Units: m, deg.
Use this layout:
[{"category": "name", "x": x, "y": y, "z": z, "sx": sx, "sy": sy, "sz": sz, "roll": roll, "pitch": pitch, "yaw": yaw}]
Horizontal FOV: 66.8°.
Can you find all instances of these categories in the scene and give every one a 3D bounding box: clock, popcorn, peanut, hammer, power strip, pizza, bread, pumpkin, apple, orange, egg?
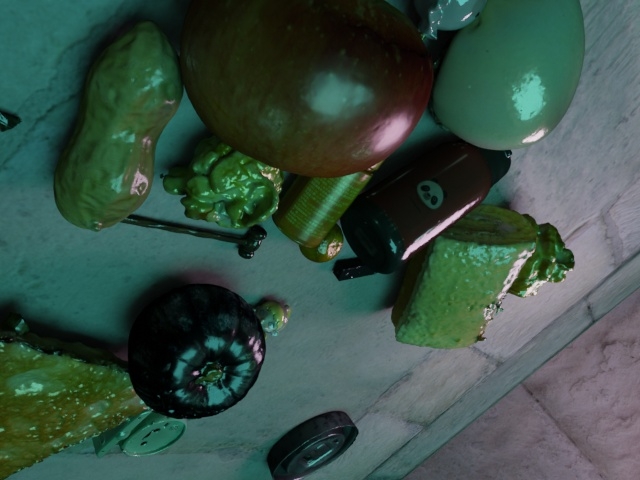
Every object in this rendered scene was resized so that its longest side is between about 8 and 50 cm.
[{"category": "clock", "x": -0.347, "y": 0.386, "z": 1.015, "sx": 0.159, "sy": 0.066, "sz": 0.211, "roll": -43, "pitch": 143, "yaw": 10}, {"category": "popcorn", "x": -0.120, "y": -0.084, "z": 0.661, "sx": 0.141, "sy": 0.162, "sz": 0.135, "roll": 4, "pitch": 94, "yaw": -68}, {"category": "peanut", "x": -0.225, "y": -0.117, "z": 0.546, "sx": 0.101, "sy": 0.117, "sz": 0.263, "roll": -12, "pitch": 137, "yaw": -58}, {"category": "hammer", "x": -0.209, "y": -0.018, "z": 0.732, "sx": 0.292, "sy": 0.029, "sz": 0.058, "roll": 13, "pitch": 120, "yaw": -43}, {"category": "power strip", "x": 0.078, "y": 0.057, "z": 1.026, "sx": 0.111, "sy": 0.029, "sz": 0.038, "roll": -7, "pitch": 134, "yaw": -35}, {"category": "pizza", "x": -0.493, "y": 0.236, "z": 0.736, "sx": 0.435, "sy": 0.080, "sz": 0.392, "roll": -23, "pitch": 141, "yaw": -18}, {"category": "clock", "x": -0.025, "y": 0.664, "z": 1.556, "sx": 0.312, "sy": 0.061, "sz": 0.312, "roll": -21, "pitch": 140, "yaw": -19}, {"category": "bread", "x": 0.313, "y": 0.099, "z": 1.103, "sx": 0.236, "sy": 0.165, "sz": 0.375, "roll": 6, "pitch": 133, "yaw": -5}, {"category": "popcorn", "x": 0.491, "y": 0.035, "z": 1.182, "sx": 0.183, "sy": 0.204, "sz": 0.221, "roll": -20, "pitch": 168, "yaw": 8}, {"category": "pumpkin", "x": -0.205, "y": 0.187, "z": 0.814, "sx": 0.233, "sy": 0.163, "sz": 0.233, "roll": -13, "pitch": 119, "yaw": -25}, {"category": "apple", "x": -0.010, "y": -0.180, "z": 0.528, "sx": 0.206, "sy": 0.251, "sz": 0.272, "roll": -58, "pitch": 168, "yaw": 26}, {"category": "orange", "x": 0.000, "y": 0.000, "z": 0.873, "sx": 0.083, "sy": 0.070, "sz": 0.083, "roll": -28, "pitch": 135, "yaw": -32}, {"category": "egg", "x": 0.318, "y": -0.266, "z": 0.748, "sx": 0.264, "sy": 0.174, "sz": 0.286, "roll": 2, "pitch": 125, "yaw": -52}]

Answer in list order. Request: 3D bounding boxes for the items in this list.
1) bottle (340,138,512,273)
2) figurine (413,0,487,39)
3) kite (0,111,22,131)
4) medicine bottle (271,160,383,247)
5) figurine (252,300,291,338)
[{"category": "bottle", "x": 0.204, "y": -0.084, "z": 0.867, "sx": 0.336, "sy": 0.144, "sz": 0.144, "roll": -33, "pitch": 143, "yaw": -20}, {"category": "figurine", "x": 0.174, "y": -0.355, "z": 0.604, "sx": 0.143, "sy": 0.143, "sz": 0.271, "roll": -3, "pitch": 156, "yaw": -36}, {"category": "kite", "x": -0.431, "y": -0.098, "z": 0.487, "sx": 0.232, "sy": 0.009, "sz": 0.189, "roll": -24, "pitch": 142, "yaw": -14}, {"category": "medicine bottle", "x": 0.011, "y": -0.087, "z": 0.770, "sx": 0.096, "sy": 0.096, "sz": 0.192, "roll": 17, "pitch": 117, "yaw": -46}, {"category": "figurine", "x": -0.139, "y": 0.177, "z": 0.957, "sx": 0.187, "sy": 0.083, "sz": 0.083, "roll": -33, "pitch": 143, "yaw": -14}]
